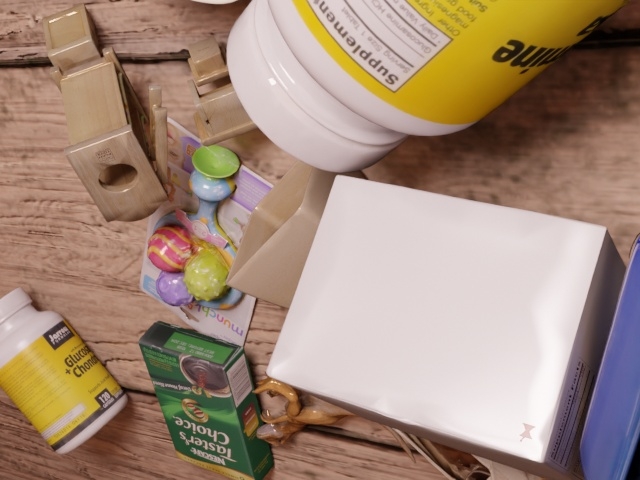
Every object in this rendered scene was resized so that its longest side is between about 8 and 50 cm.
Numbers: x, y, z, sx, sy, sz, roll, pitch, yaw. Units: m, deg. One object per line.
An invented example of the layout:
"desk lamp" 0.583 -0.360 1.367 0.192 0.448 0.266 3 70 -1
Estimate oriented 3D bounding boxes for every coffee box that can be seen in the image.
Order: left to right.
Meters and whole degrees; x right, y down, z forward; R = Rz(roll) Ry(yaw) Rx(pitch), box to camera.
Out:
"coffee box" -0.118 0.175 1.066 0.113 0.040 0.184 14 133 27

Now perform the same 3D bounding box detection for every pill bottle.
"pill bottle" -0.315 0.147 1.162 0.184 0.103 0.103 51 134 -4
"pill bottle" 0.086 -0.182 0.598 0.188 0.188 0.334 49 135 -2

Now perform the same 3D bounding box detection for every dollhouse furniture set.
"dollhouse furniture set" -0.141 -0.131 0.891 0.160 0.182 0.101 -20 142 0

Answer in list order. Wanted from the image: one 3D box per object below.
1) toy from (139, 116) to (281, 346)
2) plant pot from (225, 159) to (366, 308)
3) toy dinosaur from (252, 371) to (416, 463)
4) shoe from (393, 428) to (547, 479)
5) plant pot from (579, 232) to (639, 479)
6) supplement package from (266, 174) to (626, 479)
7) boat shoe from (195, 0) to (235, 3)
"toy" -0.124 0.013 0.969 0.136 0.056 0.237 33 132 16
"plant pot" 0.000 0.000 0.833 0.096 0.109 0.109 36 126 -15
"toy dinosaur" 0.003 0.158 0.980 0.112 0.064 0.211 49 146 -18
"shoe" 0.127 0.194 0.904 0.219 0.058 0.076 44 134 3
"plant pot" 0.294 0.072 0.591 0.212 0.236 0.236 25 129 29
"supplement package" 0.107 0.071 0.712 0.194 0.149 0.203 13 168 28
"boat shoe" -0.159 -0.282 0.778 0.305 0.091 0.109 37 97 8
